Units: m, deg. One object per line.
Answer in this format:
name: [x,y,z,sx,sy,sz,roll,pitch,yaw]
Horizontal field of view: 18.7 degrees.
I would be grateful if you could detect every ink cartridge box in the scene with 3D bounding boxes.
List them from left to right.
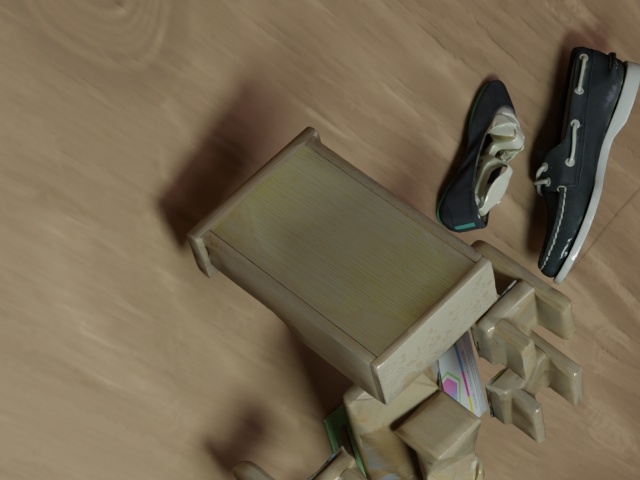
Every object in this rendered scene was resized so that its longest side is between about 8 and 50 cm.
ink cartridge box: [0.100,0.196,2.195,0.209,0.062,0.109,-38,122,-41]

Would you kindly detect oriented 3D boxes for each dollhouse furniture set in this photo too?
dollhouse furniture set: [0.046,0.117,1.979,0.362,0.256,0.394,-42,148,-18]

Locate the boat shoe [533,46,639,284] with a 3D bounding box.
boat shoe: [0.310,-0.095,2.402,0.114,0.091,0.303,116,-6,-71]

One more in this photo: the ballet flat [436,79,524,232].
ballet flat: [0.202,-0.098,2.284,0.074,0.074,0.203,44,61,-43]
